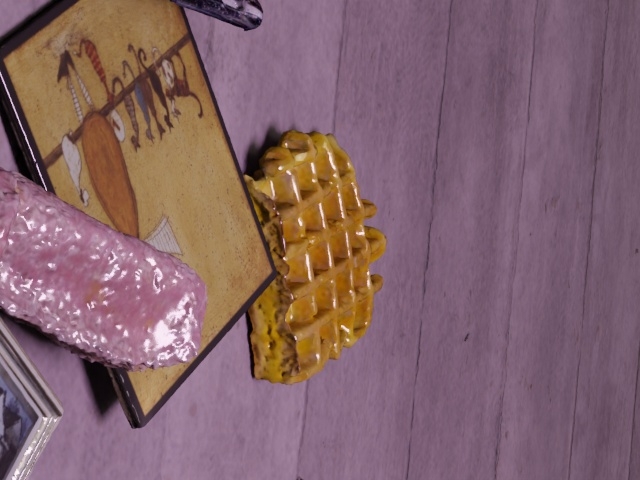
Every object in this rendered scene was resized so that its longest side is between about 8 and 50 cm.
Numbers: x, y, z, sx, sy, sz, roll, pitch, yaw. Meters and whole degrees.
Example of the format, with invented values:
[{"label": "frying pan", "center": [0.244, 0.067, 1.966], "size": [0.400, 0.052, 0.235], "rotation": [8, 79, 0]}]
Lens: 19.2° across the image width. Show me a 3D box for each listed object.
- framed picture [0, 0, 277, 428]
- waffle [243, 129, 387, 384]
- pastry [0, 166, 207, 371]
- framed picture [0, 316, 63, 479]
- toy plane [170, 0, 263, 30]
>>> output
[{"label": "framed picture", "center": [-0.144, -0.053, 1.558], "size": [0.255, 0.014, 0.338], "rotation": [-48, 127, -50]}, {"label": "waffle", "center": [-0.001, 0.000, 1.817], "size": [0.219, 0.057, 0.229], "rotation": [-27, 115, -59]}, {"label": "pastry", "center": [-0.194, 0.023, 1.393], "size": [0.265, 0.112, 0.103], "rotation": [39, 66, -52]}, {"label": "framed picture", "center": [-0.266, 0.148, 1.273], "size": [0.232, 0.019, 0.296], "rotation": [-64, 157, -23]}, {"label": "toy plane", "center": [-0.158, -0.232, 1.464], "size": [0.316, 0.103, 0.204], "rotation": [-29, 103, -48]}]
